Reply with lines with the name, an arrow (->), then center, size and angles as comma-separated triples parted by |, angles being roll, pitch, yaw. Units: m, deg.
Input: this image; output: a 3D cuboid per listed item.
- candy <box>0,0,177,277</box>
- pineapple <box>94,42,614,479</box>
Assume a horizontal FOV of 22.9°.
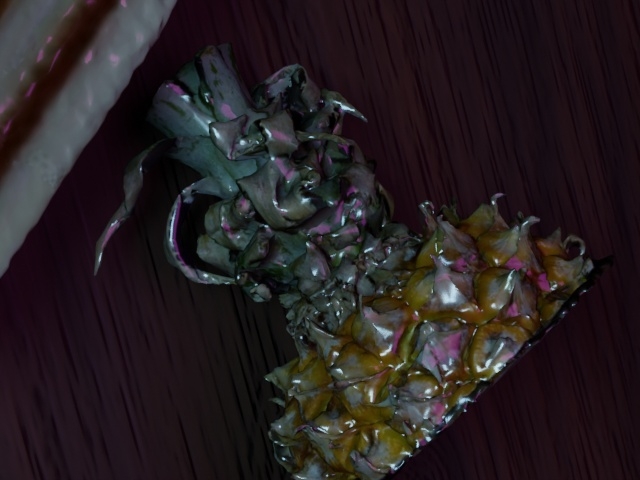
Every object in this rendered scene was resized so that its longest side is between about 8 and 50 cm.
candy -> -0.208, -0.087, 0.834 | 0.135, 0.179, 0.320 | 44, 61, -33
pineapple -> 0.000, 0.000, 0.992 | 0.271, 0.262, 0.262 | 48, 57, 4
